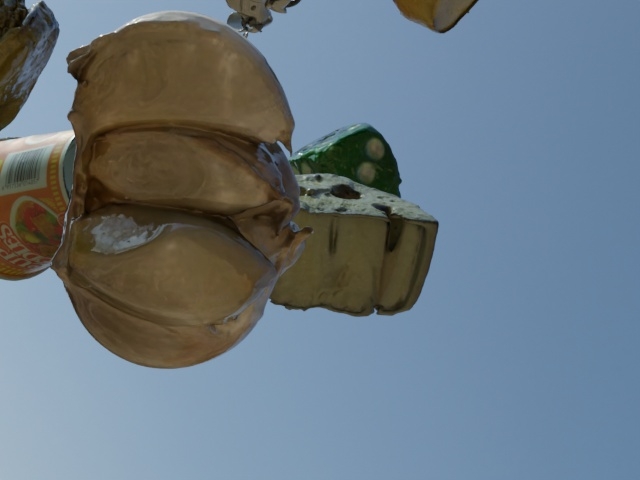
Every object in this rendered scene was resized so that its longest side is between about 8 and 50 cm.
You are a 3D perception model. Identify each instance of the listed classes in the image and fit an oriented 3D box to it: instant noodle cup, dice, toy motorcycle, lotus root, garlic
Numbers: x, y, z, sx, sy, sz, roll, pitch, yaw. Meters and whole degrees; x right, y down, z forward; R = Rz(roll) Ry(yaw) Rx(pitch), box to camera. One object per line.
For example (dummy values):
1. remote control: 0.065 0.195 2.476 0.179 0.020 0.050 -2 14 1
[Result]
1. instant noodle cup: -0.283 -0.050 1.245 0.185 0.168 0.168 -11 -59 40
2. dice: 0.032 -0.086 1.633 0.131 0.120 0.128 -2 -66 62
3. toy motorcycle: -0.146 -0.426 1.939 0.221 0.102 0.150 27 -54 -31
4. lotus root: 0.000 0.000 1.275 0.234 0.138 0.119 8 -67 -12
5. garlic: -0.103 -0.033 0.950 0.203 0.281 0.185 6 -2 3

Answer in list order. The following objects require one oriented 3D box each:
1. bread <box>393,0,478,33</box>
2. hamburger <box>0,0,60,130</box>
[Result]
1. bread: 0.190 -0.368 1.460 0.094 0.245 0.102 36 -12 30
2. hamburger: -0.320 -0.184 1.062 0.131 0.159 0.185 37 8 -3
